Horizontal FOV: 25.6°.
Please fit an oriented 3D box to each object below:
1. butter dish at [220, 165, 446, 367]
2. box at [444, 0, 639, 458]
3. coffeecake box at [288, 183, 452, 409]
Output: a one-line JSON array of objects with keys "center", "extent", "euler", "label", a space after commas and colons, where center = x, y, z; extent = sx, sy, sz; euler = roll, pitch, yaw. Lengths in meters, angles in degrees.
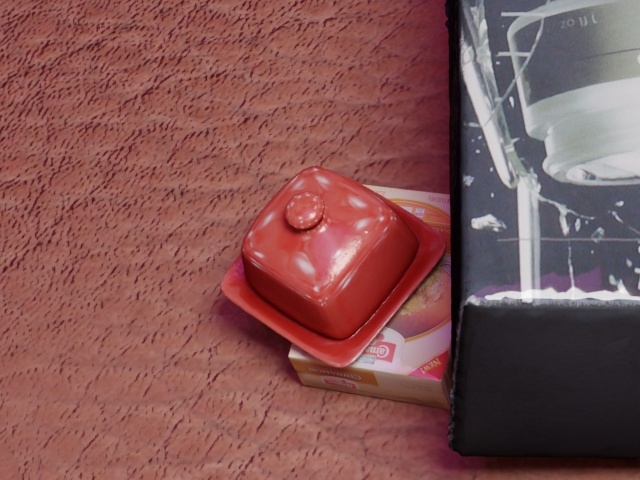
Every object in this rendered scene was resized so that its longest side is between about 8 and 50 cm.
[{"center": [0.000, 0.000, 1.222], "extent": [0.160, 0.118, 0.160], "euler": [32, 72, 30], "label": "butter dish"}, {"center": [0.341, -0.089, 1.129], "extent": [0.480, 0.297, 0.471], "euler": [0, 62, 4], "label": "box"}, {"center": [0.067, 0.048, 1.288], "extent": [0.142, 0.068, 0.185], "euler": [7, 63, 18], "label": "coffeecake box"}]
